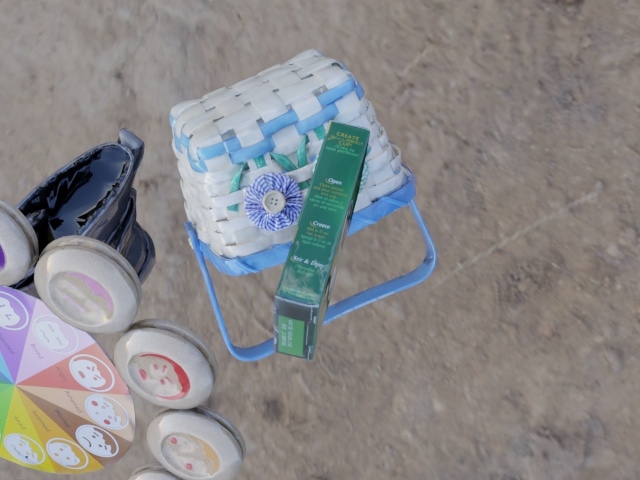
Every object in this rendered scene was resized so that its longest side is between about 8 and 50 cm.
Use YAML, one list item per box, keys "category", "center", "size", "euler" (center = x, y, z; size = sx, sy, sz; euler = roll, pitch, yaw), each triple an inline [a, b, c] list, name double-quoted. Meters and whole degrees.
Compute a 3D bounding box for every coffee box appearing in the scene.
- category: "coffee box"
  center: [0.000, 0.000, 0.936]
  size: [0.040, 0.113, 0.184]
  euler: [14, 61, 4]

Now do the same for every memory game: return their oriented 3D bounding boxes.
- category: "memory game"
  center: [-0.116, 0.057, 0.399]
  size: [0.186, 0.012, 0.186]
  euler: [10, 128, 13]

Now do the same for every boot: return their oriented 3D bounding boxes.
- category: "boot"
  center: [-0.215, 0.045, 0.784]
  size: [0.091, 0.229, 0.263]
  euler: [35, 78, 4]

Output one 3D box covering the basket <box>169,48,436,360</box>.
- category: "basket"
  center: [-0.026, -0.031, 1.132]
  size: [0.255, 0.201, 0.289]
  euler: [-27, 123, -8]
